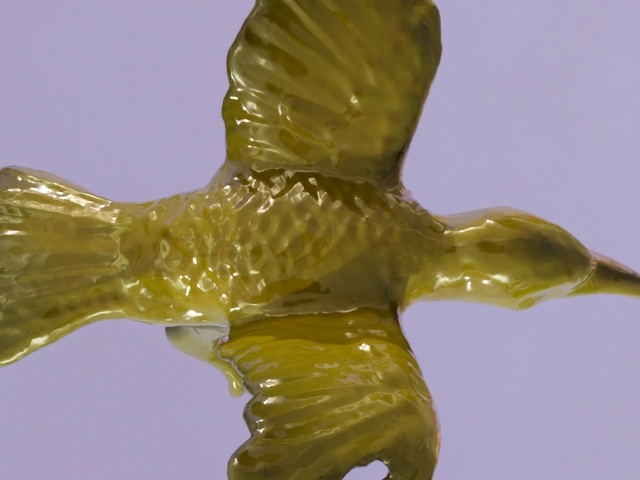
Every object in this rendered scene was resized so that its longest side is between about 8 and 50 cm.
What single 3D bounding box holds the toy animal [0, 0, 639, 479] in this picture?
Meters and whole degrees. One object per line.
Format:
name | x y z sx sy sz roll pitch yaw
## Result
toy animal | 0.000 0.000 0.460 0.155 0.095 0.219 16 -116 -39
